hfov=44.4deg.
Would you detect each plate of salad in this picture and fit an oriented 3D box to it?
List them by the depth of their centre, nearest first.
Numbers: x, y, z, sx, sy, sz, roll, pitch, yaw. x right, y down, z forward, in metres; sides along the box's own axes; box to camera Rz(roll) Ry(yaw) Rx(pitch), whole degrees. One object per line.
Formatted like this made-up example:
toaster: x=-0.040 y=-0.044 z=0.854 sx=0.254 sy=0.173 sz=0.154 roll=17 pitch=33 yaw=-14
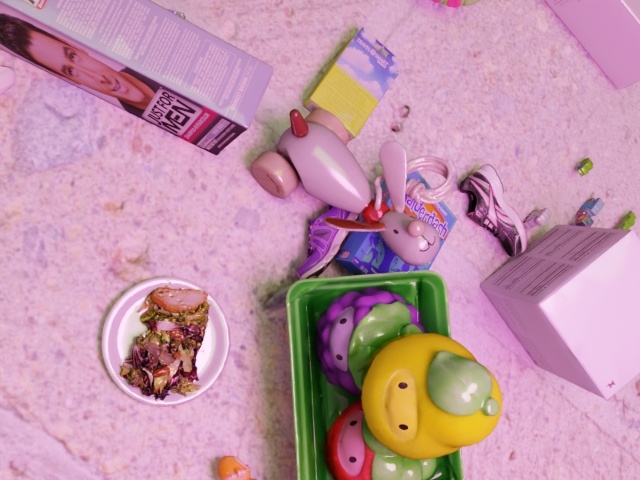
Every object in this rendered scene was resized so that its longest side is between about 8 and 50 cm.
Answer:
plate of salad: x=-0.232 y=0.154 z=1.203 sx=0.200 sy=0.048 sz=0.199 roll=4 pitch=81 yaw=-23

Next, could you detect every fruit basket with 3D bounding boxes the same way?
fruit basket: x=0.098 y=0.227 z=1.134 sx=0.283 sy=0.392 sz=0.392 roll=-4 pitch=83 yaw=1

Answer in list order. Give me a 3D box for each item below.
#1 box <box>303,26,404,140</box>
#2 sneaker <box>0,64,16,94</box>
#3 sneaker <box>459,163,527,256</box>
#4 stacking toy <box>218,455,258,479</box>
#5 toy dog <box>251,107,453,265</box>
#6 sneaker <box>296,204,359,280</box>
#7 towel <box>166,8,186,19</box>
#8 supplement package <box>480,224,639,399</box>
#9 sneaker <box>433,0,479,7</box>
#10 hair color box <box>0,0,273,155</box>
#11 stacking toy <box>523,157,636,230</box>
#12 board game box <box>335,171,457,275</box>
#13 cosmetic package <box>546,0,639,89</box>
box: x=0.061 y=-0.278 z=1.393 sx=0.109 sy=0.042 sz=0.178 roll=39 pitch=70 yaw=-14
sneaker: x=-0.535 y=-0.173 z=1.116 sx=0.235 sy=0.090 sz=0.094 roll=-34 pitch=109 yaw=-20
sneaker: x=0.314 y=-0.046 z=1.461 sx=0.077 sy=0.072 sz=0.178 roll=-25 pitch=84 yaw=-12
stacking toy: x=-0.065 y=0.456 z=1.190 sx=0.166 sy=0.175 sz=0.301 roll=-30 pitch=80 yaw=-21
toy dog: x=0.047 y=-0.105 z=1.237 sx=0.334 sy=0.161 sz=0.220 roll=18 pitch=68 yaw=12
sneaker: x=0.000 y=0.000 z=1.326 sx=0.071 sy=0.068 sz=0.170 roll=31 pitch=62 yaw=0
towel: x=-0.265 y=-0.357 z=1.286 sx=0.083 sy=0.009 sz=0.060 roll=12 pitch=77 yaw=-21
supplement package: x=0.449 y=0.110 z=1.353 sx=0.198 sy=0.263 sz=0.199 roll=-38 pitch=98 yaw=-5
sneaker: x=0.137 y=-0.629 z=1.431 sx=0.483 sy=0.185 sz=0.202 roll=39 pitch=52 yaw=-16
hair color box: x=-0.279 y=-0.274 z=1.172 sx=0.375 sy=0.185 sz=0.113 roll=26 pitch=74 yaw=-17
stacking toy: x=0.515 y=-0.038 z=1.547 sx=0.221 sy=0.052 sz=0.167 roll=-44 pitch=102 yaw=-24
board game box: x=0.136 y=-0.005 z=1.356 sx=0.160 sy=0.047 sz=0.210 roll=44 pitch=67 yaw=-32
cosmetic package: x=0.592 y=-0.517 z=1.593 sx=0.365 sy=0.155 sz=0.197 roll=44 pitch=66 yaw=-10
